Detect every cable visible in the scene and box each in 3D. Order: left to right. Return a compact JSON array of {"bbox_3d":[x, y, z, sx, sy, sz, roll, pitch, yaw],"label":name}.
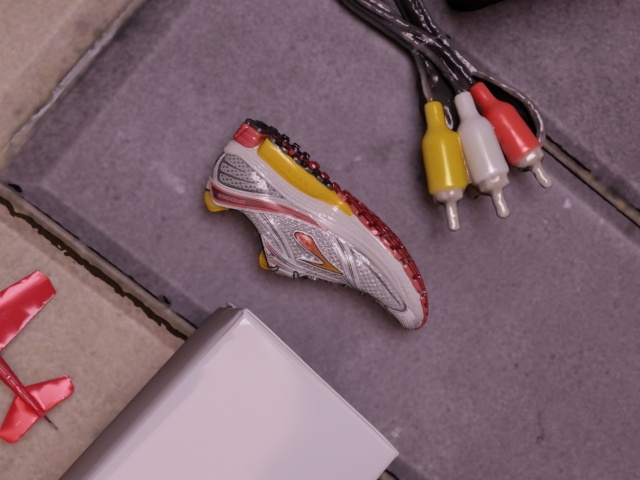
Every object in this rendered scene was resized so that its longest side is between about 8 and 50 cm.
[{"bbox_3d":[0.112,-0.156,0.771,0.139,0.072,0.287,-24,90,-16],"label":"cable"}]

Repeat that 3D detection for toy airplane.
[{"bbox_3d":[-0.261,0.098,0.703,0.151,0.028,0.151,2,84,-19],"label":"toy airplane"}]

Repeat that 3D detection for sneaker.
[{"bbox_3d":[0.000,0.000,0.745,0.225,0.088,0.092,40,101,-5],"label":"sneaker"}]

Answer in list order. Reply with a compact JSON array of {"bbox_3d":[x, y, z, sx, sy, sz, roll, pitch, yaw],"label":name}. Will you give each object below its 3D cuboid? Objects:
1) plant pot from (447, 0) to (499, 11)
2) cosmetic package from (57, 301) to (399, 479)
[{"bbox_3d":[0.169,-0.294,0.743,0.187,0.167,0.188,-20,91,-11],"label":"plant pot"},{"bbox_3d":[-0.135,0.227,0.640,0.155,0.197,0.365,44,82,-5],"label":"cosmetic package"}]
